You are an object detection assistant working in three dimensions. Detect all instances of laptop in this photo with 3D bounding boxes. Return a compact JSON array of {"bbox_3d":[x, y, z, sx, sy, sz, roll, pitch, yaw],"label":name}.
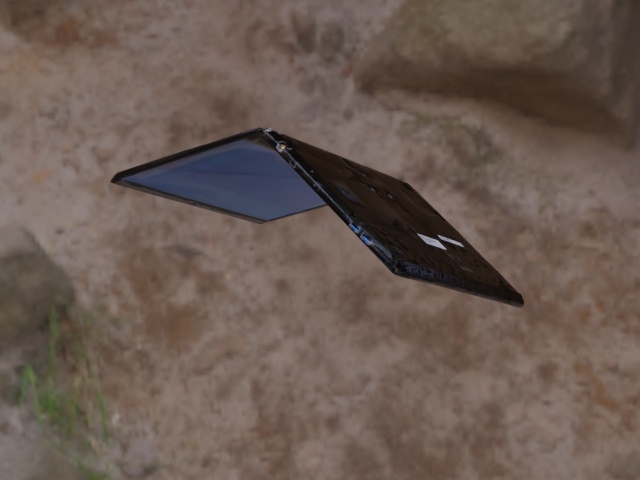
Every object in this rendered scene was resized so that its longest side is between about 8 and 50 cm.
[{"bbox_3d":[0.000,0.000,1.165,0.264,0.137,0.234,47,17,28],"label":"laptop"}]
